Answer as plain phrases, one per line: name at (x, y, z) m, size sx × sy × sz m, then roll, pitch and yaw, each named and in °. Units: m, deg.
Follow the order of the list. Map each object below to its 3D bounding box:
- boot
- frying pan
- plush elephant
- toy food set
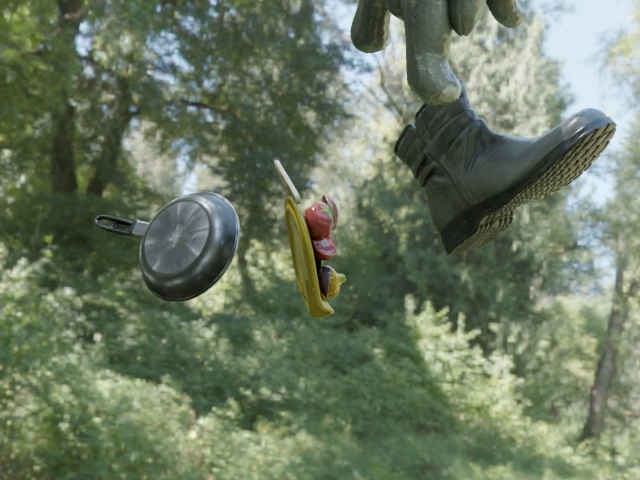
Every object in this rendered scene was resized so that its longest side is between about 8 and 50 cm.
boot at (0.237, -0.143, 1.258) m, size 0.118 × 0.222 × 0.338 m, roll -8°, pitch -23°, yaw -42°
frying pan at (-0.260, -0.030, 1.485) m, size 0.326 × 0.197 × 0.053 m, roll 42°, pitch 1°, yaw 37°
plush elephant at (0.204, -0.382, 1.219) m, size 0.256 × 0.329 × 0.272 m, roll -10°, pitch 27°, yaw -19°
toy food set at (0.000, 0.000, 1.215) m, size 0.071 × 0.217 × 0.128 m, roll -14°, pitch 26°, yaw -11°
